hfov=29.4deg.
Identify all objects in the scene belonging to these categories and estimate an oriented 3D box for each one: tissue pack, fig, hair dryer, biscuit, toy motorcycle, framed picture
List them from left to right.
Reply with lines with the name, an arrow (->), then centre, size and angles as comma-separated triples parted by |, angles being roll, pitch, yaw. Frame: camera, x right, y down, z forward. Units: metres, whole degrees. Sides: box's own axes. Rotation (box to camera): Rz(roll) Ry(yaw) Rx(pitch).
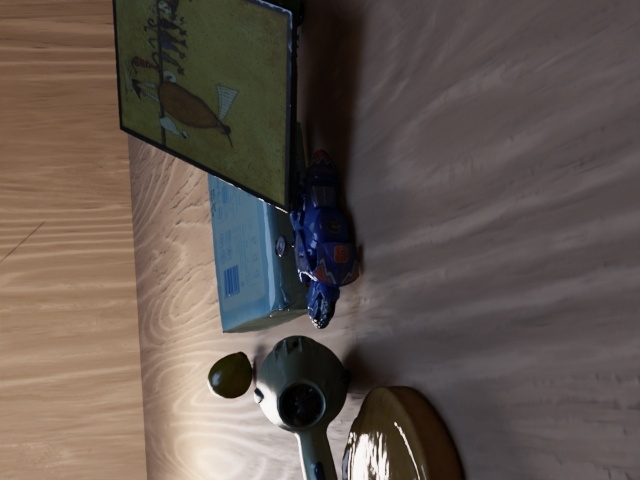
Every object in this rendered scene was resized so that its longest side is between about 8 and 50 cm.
framed picture -> -0.149, -0.202, 1.500 | 0.338, 0.014, 0.255 | 27, 128, 37
fig -> -0.147, 0.223, 2.043 | 0.088, 0.074, 0.074 | -58, 29, 22
tissue pack -> -0.079, -0.016, 1.665 | 0.177, 0.089, 0.263 | -23, 68, 54
hair dryer -> -0.007, 0.236, 1.399 | 0.296, 0.119, 0.298 | 78, 179, -69
toy motorcycle -> 0.000, 0.000, 1.467 | 0.114, 0.076, 0.205 | 125, 143, -52
biscuit -> 0.083, 0.326, 1.235 | 0.312, 0.057, 0.351 | 180, 87, -76

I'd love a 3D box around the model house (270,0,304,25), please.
model house -> -0.147, -0.498, 1.623 | 0.313, 0.242, 0.358 | -106, 18, -50
